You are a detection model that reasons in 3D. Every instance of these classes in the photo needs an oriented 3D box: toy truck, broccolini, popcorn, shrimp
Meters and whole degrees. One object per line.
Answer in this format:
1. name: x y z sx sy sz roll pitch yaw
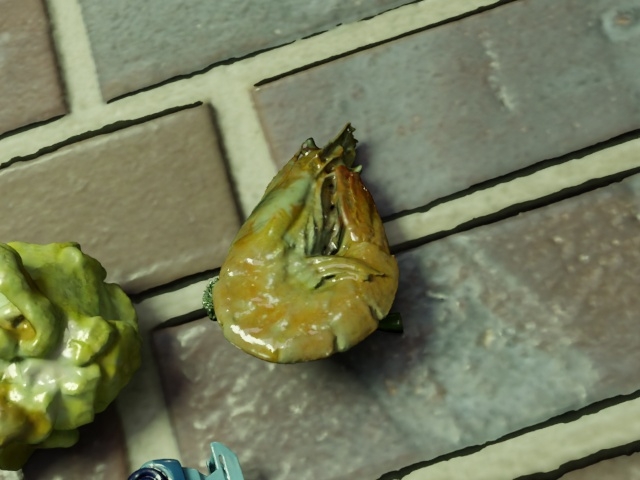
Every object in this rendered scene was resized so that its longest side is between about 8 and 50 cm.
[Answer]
1. toy truck: -0.072 0.194 0.658 0.074 0.063 0.136 -10 62 -17
2. broccolini: -0.013 0.046 0.739 0.140 0.035 0.030 6 67 12
3. popcorn: -0.190 0.068 0.718 0.141 0.162 0.135 -19 21 -25
4. shrimp: 0.000 0.001 0.736 0.115 0.051 0.217 15 46 5
